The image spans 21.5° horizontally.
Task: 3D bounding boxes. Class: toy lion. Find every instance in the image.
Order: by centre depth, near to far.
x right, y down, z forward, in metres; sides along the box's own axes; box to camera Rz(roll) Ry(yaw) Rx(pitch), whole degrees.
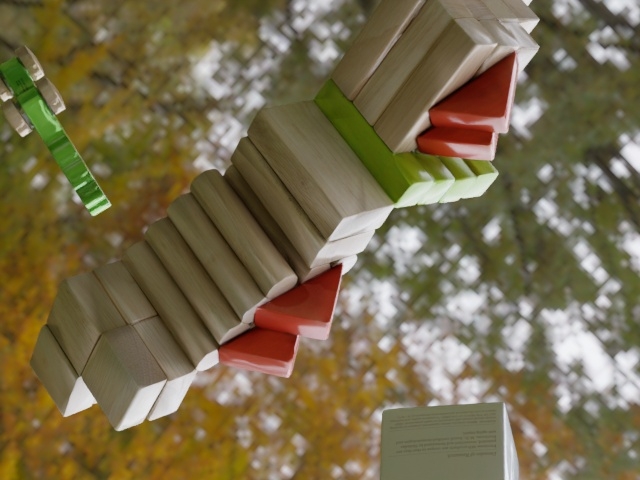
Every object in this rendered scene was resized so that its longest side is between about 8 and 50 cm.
[{"bbox_3d":[-0.161,-0.062,1.023,0.034,0.096,0.100,-33,-148,-4],"label":"toy lion"}]

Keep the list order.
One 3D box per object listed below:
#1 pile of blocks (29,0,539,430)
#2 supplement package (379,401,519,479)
[{"bbox_3d":[0.000,0.000,0.962,0.362,0.149,0.112,-41,-113,11],"label":"pile of blocks"},{"bbox_3d":[0.106,0.235,1.359,0.105,0.105,0.179,-5,-128,11],"label":"supplement package"}]
